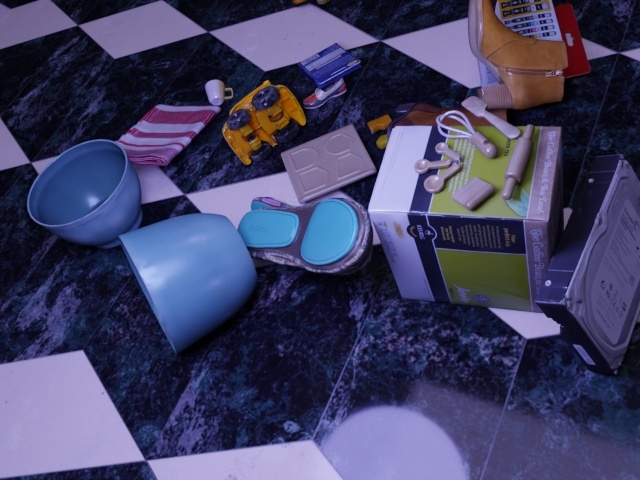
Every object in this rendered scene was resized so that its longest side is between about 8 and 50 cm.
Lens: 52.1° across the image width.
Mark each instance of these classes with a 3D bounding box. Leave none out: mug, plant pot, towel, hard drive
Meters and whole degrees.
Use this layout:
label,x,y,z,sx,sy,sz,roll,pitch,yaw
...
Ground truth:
label,x,y,z,sx,sy,sz,roll,pitch,yaw
mug,-0.315,-0.453,2.017,0.078,0.062,0.064,-21,58,14
plant pot,-0.607,-0.100,1.780,0.293,0.196,0.293,-10,52,13
towel,-0.464,-0.320,1.927,0.237,0.037,0.329,5,39,23
hard drive,0.528,0.042,1.207,0.064,0.237,0.339,-1,50,50
plant pot,-0.284,0.072,1.482,0.235,0.293,0.293,-26,49,-16

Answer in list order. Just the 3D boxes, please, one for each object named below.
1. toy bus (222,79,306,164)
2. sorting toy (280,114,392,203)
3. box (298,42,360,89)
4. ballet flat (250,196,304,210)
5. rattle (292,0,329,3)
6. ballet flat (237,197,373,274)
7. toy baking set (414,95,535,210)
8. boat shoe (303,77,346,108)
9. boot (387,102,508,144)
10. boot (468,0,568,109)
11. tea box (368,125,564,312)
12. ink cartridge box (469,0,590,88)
label,x,y,z,sx,sy,sz,roll,pitch,yaw
toy bus,-0.185,-0.347,1.844,0.220,0.149,0.211,-38,38,-5
sorting toy,0.063,-0.216,1.709,0.307,0.041,0.229,-22,45,1
box,0.028,-0.502,1.898,0.136,0.037,0.225,-29,33,-1
ballet flat,-0.077,-0.064,1.636,0.221,0.077,0.079,26,41,34
rattle,-0.036,-0.872,2.124,0.142,0.200,0.130,25,67,34
ballet flat,0.000,0.000,1.414,0.482,0.182,0.164,2,72,55
toy baking set,0.277,-0.166,1.163,0.196,0.030,0.256,16,63,30
boat shoe,0.009,-0.423,1.877,0.137,0.043,0.049,-25,52,2
boot,0.313,-0.254,1.599,0.280,0.096,0.264,3,34,19
boot,0.468,-0.459,1.545,0.211,0.295,0.104,-10,13,1
tea box,0.303,-0.038,1.293,0.323,0.329,0.220,6,58,23
ink cartridge box,0.540,-0.553,1.711,0.271,0.130,0.310,-8,53,14
